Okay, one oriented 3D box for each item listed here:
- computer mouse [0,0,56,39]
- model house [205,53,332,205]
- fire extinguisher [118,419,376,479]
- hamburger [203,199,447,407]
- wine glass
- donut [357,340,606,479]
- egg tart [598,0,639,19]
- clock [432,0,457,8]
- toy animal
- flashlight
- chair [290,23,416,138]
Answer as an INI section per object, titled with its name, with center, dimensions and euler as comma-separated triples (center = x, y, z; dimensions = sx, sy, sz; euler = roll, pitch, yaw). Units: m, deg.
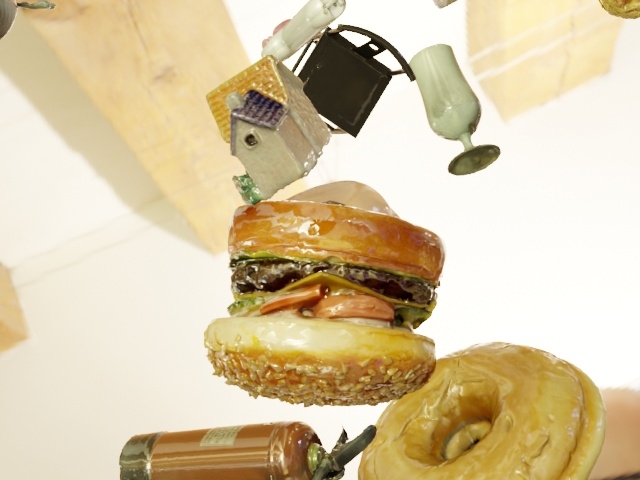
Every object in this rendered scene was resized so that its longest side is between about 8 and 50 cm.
[computer mouse]
center = -0.506, -0.370, 1.728
dimensions = 0.090, 0.167, 0.379
euler = -6, -6, 38
[model house]
center = -0.058, -0.100, 1.122
dimensions = 0.087, 0.100, 0.101
euler = -26, 21, 27
[fire extinguisher]
center = -0.113, 0.340, 1.742
dimensions = 0.376, 0.200, 0.113
euler = -10, -48, 26
[hamburger]
center = 0.005, 0.081, 1.434
dimensions = 0.290, 0.225, 0.291
euler = 6, -10, 1
[wine glass]
center = 0.237, -0.238, 2.228
dimensions = 0.103, 0.231, 0.103
euler = -16, -25, -8
[donut]
center = 0.250, 0.349, 1.986
dimensions = 0.448, 0.449, 0.198
euler = -29, -60, 14
[egg tart]
center = 0.496, -0.420, 1.994
dimensions = 0.130, 0.130, 0.052
euler = -21, 16, -8
[clock]
center = 0.159, -0.452, 1.789
dimensions = 0.071, 0.192, 0.147
euler = -27, -20, -11
[toy animal]
center = -0.007, 0.003, 1.792
dimensions = 0.250, 0.166, 0.154
euler = -28, -62, 38
[flashlight]
center = -0.023, -0.289, 1.661
dimensions = 0.093, 0.047, 0.200
euler = -42, 7, -21
[chair]
center = 0.035, -0.266, 2.066
dimensions = 0.141, 0.154, 0.260
euler = -60, 15, -4
